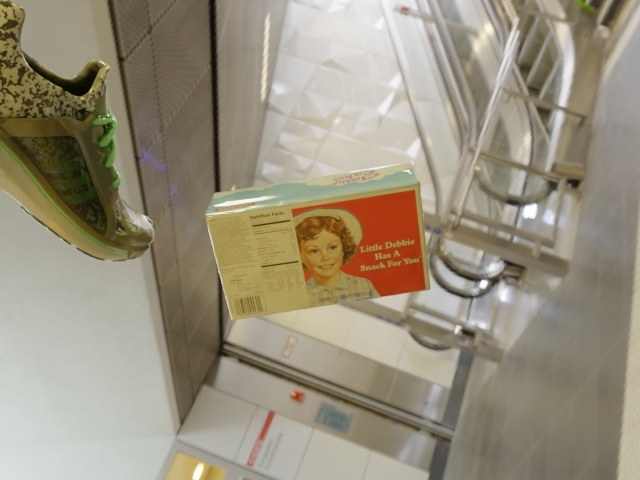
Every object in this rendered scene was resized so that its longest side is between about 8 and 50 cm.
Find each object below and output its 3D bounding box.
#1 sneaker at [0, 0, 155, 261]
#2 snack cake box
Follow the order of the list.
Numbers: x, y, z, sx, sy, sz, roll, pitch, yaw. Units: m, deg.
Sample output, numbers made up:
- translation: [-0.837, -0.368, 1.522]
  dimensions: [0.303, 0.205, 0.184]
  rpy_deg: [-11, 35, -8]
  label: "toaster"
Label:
- translation: [-0.286, -0.114, 0.775]
  dimensions: [0.182, 0.158, 0.410]
  rpy_deg: [-45, -31, -5]
  label: "sneaker"
- translation: [0.000, 0.000, 0.862]
  dimensions: [0.089, 0.264, 0.152]
  rpy_deg: [-91, -8, -67]
  label: "snack cake box"
